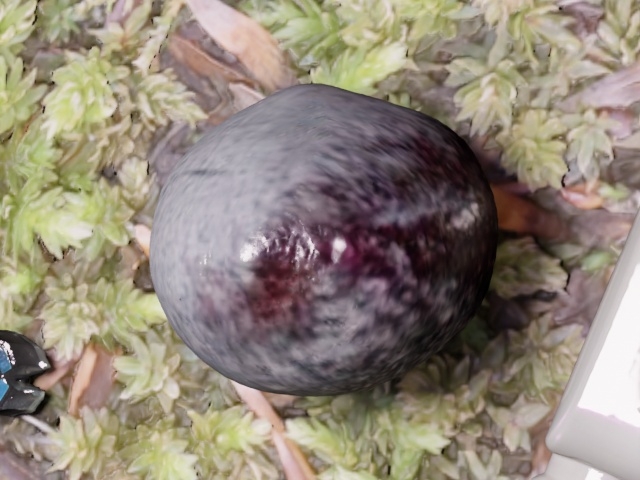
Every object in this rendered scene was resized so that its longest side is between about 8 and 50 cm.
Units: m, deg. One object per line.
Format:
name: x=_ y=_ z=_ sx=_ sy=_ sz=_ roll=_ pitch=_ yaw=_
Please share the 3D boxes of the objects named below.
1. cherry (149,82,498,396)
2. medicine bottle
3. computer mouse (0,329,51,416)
cherry: x=0.000 y=0.000 z=1.251 sx=0.255 sy=0.296 sz=0.218 roll=9 pitch=110 yaw=19
medicine bottle: x=0.235 y=0.089 z=1.180 sx=0.111 sy=0.161 sz=0.296 roll=20 pitch=88 yaw=25
computer mouse: x=-0.291 y=0.109 z=1.444 sx=0.135 sy=0.047 sz=0.079 roll=8 pitch=93 yaw=11
